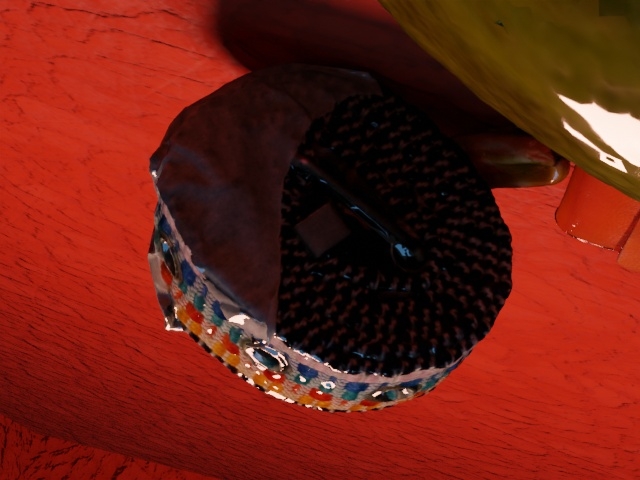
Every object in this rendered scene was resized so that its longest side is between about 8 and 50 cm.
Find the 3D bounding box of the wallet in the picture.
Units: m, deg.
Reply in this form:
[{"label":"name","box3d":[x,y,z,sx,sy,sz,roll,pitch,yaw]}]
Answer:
[{"label":"wallet","box3d":[0.237,-0.022,1.337,0.142,0.045,0.204,17,165,5]}]

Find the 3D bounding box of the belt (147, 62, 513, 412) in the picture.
[{"label":"belt","box3d":[0.000,0.000,1.355,0.257,0.207,0.150,38,157,3]}]

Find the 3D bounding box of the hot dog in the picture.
[{"label":"hot dog","box3d":[0.133,-0.060,1.352,0.056,0.041,0.133,35,165,-26]}]

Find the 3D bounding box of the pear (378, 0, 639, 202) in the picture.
[{"label":"pear","box3d":[0.158,-0.156,0.411,0.413,0.352,0.352,22,167,19]}]
